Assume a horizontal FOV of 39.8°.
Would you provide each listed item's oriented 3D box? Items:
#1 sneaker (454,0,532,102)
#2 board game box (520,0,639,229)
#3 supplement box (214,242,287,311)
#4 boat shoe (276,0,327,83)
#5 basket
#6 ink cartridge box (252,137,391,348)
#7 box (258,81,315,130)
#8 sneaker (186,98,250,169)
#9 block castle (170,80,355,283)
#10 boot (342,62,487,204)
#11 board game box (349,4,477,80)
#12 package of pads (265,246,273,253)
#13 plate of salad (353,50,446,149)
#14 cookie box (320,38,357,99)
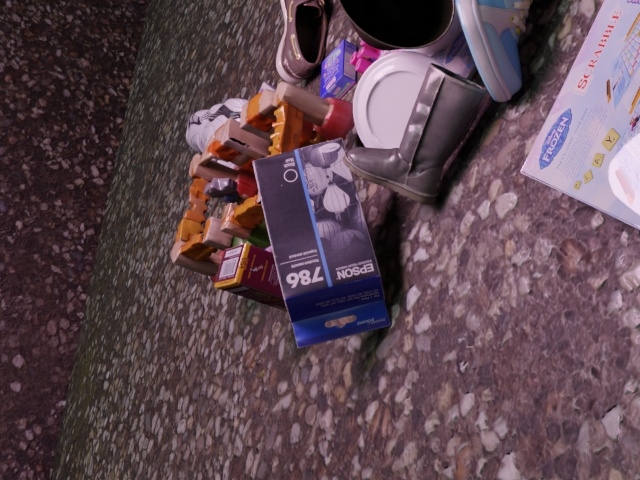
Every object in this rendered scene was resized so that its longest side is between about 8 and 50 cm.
[{"bbox_3d":[0.303,-0.379,1.311,0.208,0.127,0.318,-14,89,15],"label":"sneaker"},{"bbox_3d":[0.403,-0.171,1.014,0.318,0.066,0.318,-65,26,11],"label":"board game box"},{"bbox_3d":[-0.090,0.076,1.680,0.104,0.188,0.080,-14,59,61],"label":"supplement box"},{"bbox_3d":[-0.034,-0.536,2.114,0.097,0.117,0.324,-20,58,53],"label":"boat shoe"},{"bbox_3d":[0.117,-0.391,1.468,0.154,0.204,0.227,-52,1,6],"label":"basket"},{"bbox_3d":[0.000,0.000,1.478,0.065,0.166,0.332,78,177,-69],"label":"ink cartridge box"},{"bbox_3d":[-0.081,-0.303,2.090,0.067,0.063,0.324,-63,26,12],"label":"box"},{"bbox_3d":[-0.281,-0.238,2.357,0.366,0.137,0.210,-12,59,57],"label":"sneaker"},{"bbox_3d":[-0.104,-0.097,1.805,0.453,0.213,0.302,-29,47,51],"label":"block castle"},{"bbox_3d":[0.146,-0.182,1.415,0.076,0.190,0.208,-44,-27,-57],"label":"boot"},{"bbox_3d":[0.204,-0.402,1.606,0.390,0.050,0.390,-58,28,25],"label":"board game box"},{"bbox_3d":[-0.108,0.010,1.952,0.050,0.032,0.083,-56,28,21],"label":"package of pads"},{"bbox_3d":[0.147,-0.215,1.477,0.199,0.200,0.048,-55,-14,29],"label":"plate of salad"},{"bbox_3d":[0.039,-0.364,1.919,0.092,0.040,0.107,-39,39,47],"label":"cookie box"}]
